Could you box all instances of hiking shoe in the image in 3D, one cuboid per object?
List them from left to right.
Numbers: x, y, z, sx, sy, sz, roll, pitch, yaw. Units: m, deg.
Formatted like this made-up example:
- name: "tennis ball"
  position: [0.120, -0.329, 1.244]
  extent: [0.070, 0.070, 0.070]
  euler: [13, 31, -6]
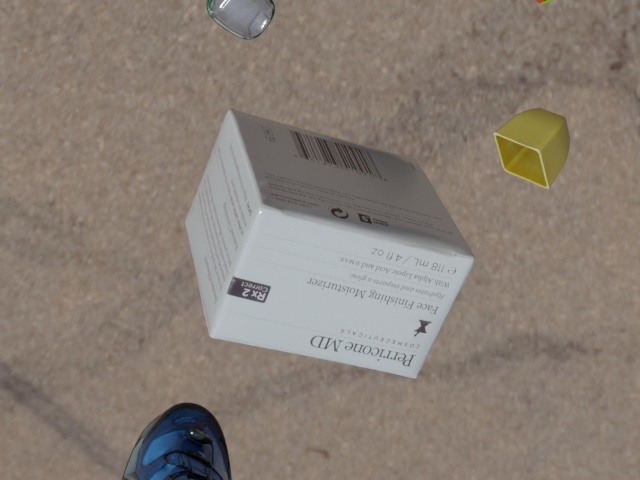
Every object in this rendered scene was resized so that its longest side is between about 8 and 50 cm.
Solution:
- name: "hiking shoe"
  position: [-0.102, 0.250, 1.009]
  extent: [0.113, 0.304, 0.132]
  euler: [26, 127, -24]

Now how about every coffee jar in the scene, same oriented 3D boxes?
- name: "coffee jar"
  position: [-0.126, -0.368, 1.776]
  extent: [0.096, 0.184, 0.079]
  euler: [32, 108, -23]

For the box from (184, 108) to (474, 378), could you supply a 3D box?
- name: "box"
  position: [0.000, 0.000, 0.966]
  extent: [0.180, 0.182, 0.119]
  euler: [13, 116, -20]

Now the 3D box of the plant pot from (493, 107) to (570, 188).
- name: "plant pot"
  position: [0.307, -0.138, 1.684]
  extent: [0.081, 0.083, 0.081]
  euler: [29, 156, 38]

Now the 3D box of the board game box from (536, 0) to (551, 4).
- name: "board game box"
  position: [0.162, -0.286, 1.040]
  extent: [0.043, 0.092, 0.181]
  euler: [-18, 155, 33]
